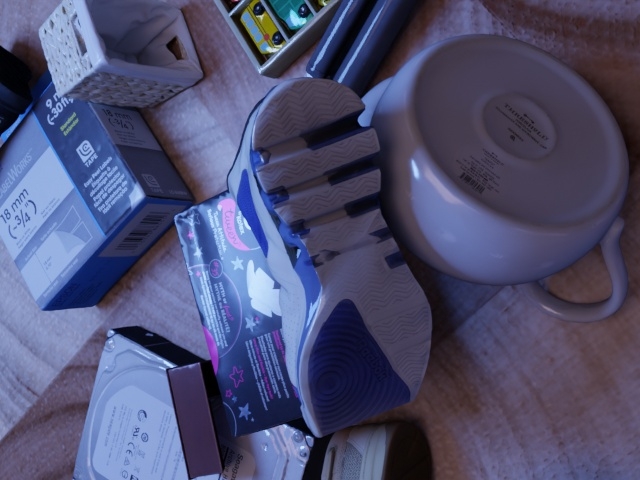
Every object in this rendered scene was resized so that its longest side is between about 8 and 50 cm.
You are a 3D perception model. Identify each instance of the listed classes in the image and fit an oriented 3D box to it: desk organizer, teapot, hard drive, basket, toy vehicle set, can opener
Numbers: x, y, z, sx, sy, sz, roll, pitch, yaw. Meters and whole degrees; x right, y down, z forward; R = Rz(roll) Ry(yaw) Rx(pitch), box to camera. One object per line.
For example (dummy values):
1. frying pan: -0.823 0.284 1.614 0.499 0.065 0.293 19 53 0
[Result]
1. desk organizer: -0.134 0.205 0.967 0.050 0.047 0.130 -17 82 28
2. teapot: 0.151 -0.052 0.791 0.187 0.252 0.256 118 148 -57
3. hard drive: -0.161 0.276 1.048 0.339 0.064 0.237 22 102 28
4. basket: -0.250 -0.235 1.044 0.103 0.167 0.113 -28 76 35
5. toy vehicle set: -0.069 -0.350 1.005 0.166 0.035 0.267 -39 71 25
6. can opener: 0.009 -0.189 0.922 0.076 0.095 0.283 43 118 21

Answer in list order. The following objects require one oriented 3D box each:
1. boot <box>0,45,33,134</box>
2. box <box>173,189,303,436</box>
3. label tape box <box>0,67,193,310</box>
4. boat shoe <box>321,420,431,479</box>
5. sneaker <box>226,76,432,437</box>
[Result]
1. boot: -0.498 -0.167 1.162 0.207 0.094 0.246 -48 36 8
2. box: -0.029 0.066 0.909 0.142 0.163 0.247 -22 79 27
3. label tape box: -0.353 -0.107 1.137 0.240 0.106 0.333 -43 70 23
4. boat shoe: 0.032 0.353 0.849 0.110 0.121 0.341 -11 50 36
5. sneaker: 0.000 -0.001 0.763 0.127 0.182 0.315 -16 109 -11
